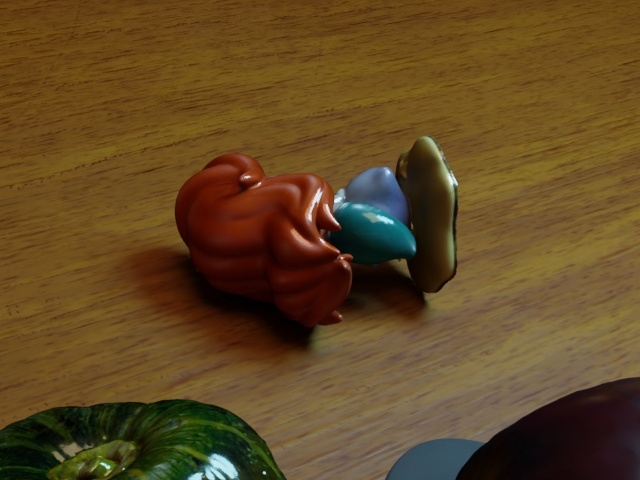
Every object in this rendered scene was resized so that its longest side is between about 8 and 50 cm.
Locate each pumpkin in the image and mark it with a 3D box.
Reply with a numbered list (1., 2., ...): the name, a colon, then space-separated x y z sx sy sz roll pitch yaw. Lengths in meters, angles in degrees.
1. pumpkin: -0.137 0.220 0.934 0.260 0.189 0.260 -10 19 4

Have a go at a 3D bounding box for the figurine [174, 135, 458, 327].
1. figurine: -0.001 -0.009 1.370 0.257 0.181 0.208 -9 63 -18

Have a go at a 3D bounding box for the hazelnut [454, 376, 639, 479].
1. hazelnut: 0.209 0.286 0.741 0.402 0.402 0.429 9 17 -2

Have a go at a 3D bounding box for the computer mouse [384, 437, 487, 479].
1. computer mouse: 0.165 0.224 1.130 0.232 0.057 0.120 21 32 18
